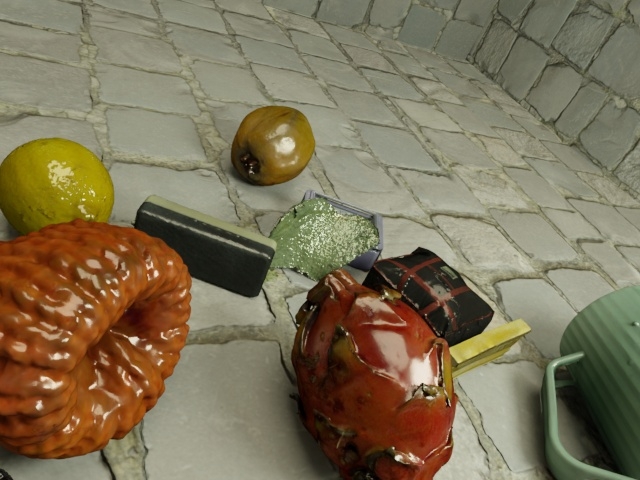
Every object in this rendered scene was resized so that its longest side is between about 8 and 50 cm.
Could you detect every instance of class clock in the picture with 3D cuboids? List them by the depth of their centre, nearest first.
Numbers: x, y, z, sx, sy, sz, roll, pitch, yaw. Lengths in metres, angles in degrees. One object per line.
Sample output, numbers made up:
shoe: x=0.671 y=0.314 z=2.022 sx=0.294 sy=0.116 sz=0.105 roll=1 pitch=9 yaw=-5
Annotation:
clock: x=0.041 y=-0.025 z=1.168 sx=0.193 sy=0.073 sz=0.145 roll=19 pitch=36 yaw=-9

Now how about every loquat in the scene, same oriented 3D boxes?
loquat: x=-0.115 y=-0.223 z=1.245 sx=0.187 sy=0.176 sz=0.234 roll=-2 pitch=42 yaw=35

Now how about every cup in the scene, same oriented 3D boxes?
cup: x=0.601 y=0.290 z=0.916 sx=0.400 sy=0.310 sz=0.392 roll=15 pitch=31 yaw=-17

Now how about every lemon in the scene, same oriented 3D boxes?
lemon: x=-0.428 y=-0.076 z=0.855 sx=0.173 sy=0.174 sz=0.206 roll=-15 pitch=44 yaw=-43

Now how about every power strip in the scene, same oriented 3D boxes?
power strip: x=-0.213 y=0.008 z=0.937 sx=0.256 sy=0.105 sz=0.070 roll=21 pitch=33 yaw=-7

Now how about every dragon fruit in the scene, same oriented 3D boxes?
dragon fruit: x=0.075 y=0.203 z=0.758 sx=0.250 sy=0.250 sz=0.315 roll=-14 pitch=48 yaw=-42

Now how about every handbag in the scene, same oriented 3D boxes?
handbag: x=0.196 y=0.120 z=1.003 sx=0.169 sy=0.155 sz=0.215 roll=-20 pitch=53 yaw=-38

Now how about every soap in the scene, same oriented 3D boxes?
soap: x=0.305 y=0.214 z=1.003 sx=0.252 sy=0.092 sz=0.037 roll=-10 pitch=52 yaw=-39

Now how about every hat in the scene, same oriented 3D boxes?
hat: x=-0.383 y=0.099 z=0.666 sx=0.400 sy=0.285 sz=0.285 roll=8 pitch=28 yaw=24

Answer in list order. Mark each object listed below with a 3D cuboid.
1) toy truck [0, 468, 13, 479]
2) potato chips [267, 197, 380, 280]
toy truck: x=-0.389 y=0.235 z=0.518 sx=0.285 sy=0.136 sz=0.111 roll=35 pitch=57 yaw=15
potato chips: x=0.004 y=-0.001 z=1.049 sx=0.228 sy=0.167 sz=0.059 roll=14 pitch=-6 yaw=-18
